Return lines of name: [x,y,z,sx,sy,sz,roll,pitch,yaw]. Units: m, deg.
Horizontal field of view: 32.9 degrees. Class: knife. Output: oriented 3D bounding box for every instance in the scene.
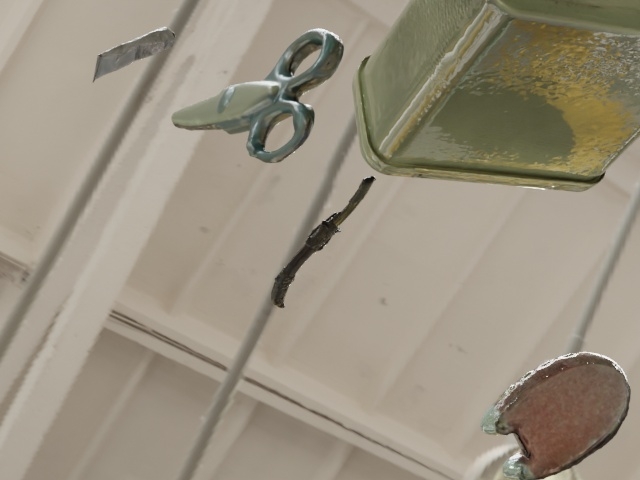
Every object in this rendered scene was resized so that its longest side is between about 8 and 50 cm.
knife: [-0.005,-0.001,1.407,0.046,0.021,0.222,20,-67,-43]

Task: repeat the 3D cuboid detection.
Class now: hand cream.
hand cream: [-0.167,-0.169,0.968,0.093,0.030,0.019,-31,-112,-38]

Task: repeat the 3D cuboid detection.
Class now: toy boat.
toy boat: [0.340,0.245,1.569,0.227,0.085,0.155,-30,-77,-8]

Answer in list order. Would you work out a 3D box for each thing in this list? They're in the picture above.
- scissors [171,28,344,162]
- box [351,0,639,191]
scissors: [-0.076,-0.133,1.078,0.041,0.289,0.138,27,-105,-31]
box: [0.264,-0.218,1.331,0.352,0.344,0.177,5,-116,-19]
